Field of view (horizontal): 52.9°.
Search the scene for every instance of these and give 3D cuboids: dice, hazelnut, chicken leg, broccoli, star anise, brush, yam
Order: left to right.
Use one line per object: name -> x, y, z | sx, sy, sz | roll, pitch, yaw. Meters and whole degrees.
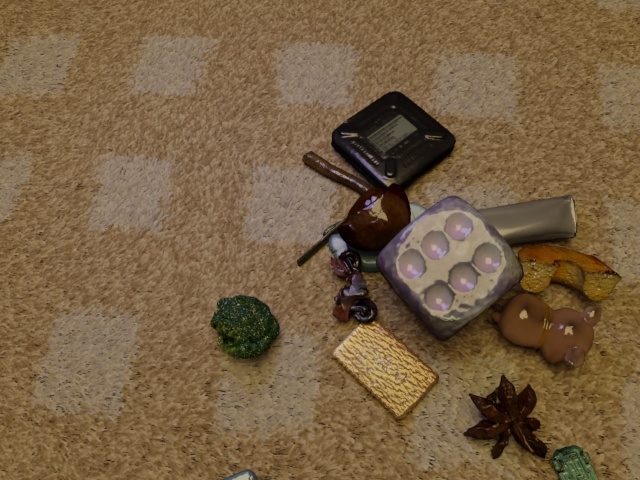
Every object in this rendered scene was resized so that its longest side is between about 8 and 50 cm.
broccoli -> -0.195, 0.225, 1.667 | 0.195, 0.195, 0.156 | 25, 103, 16
brush -> 0.000, 0.000, 1.824 | 0.190, 0.034, 0.027 | -42, 58, -15
yam -> 0.086, -0.173, 1.897 | 0.327, 0.045, 0.045 | 33, 104, 18
hazelnut -> 0.141, -0.056, 1.694 | 0.202, 0.170, 0.160 | -16, 59, 5
dice -> 0.315, 0.071, 1.598 | 0.270, 0.271, 0.270 | -40, 77, 0
chicken leg -> 0.427, 0.402, 1.594 | 0.036, 0.021, 0.083 | 1, 66, 14
star anise -> 0.448, 0.423, 1.527 | 0.212, 0.111, 0.196 | 16, 73, 8

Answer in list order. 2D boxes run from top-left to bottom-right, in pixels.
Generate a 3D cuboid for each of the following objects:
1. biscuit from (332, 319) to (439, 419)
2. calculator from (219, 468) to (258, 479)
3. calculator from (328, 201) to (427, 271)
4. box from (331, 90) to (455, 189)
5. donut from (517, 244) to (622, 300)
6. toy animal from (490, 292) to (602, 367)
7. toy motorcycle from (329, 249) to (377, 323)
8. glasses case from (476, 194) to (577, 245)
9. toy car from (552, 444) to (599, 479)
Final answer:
biscuit -> 0.165, 0.322, 1.651 | 0.250, 0.030, 0.160 | 40, 72, 21
calculator -> -0.225, 0.629, 1.527 | 0.210, 0.039, 0.121 | -21, 66, -6
calculator -> 0.172, -0.011, 1.795 | 0.303, 0.042, 0.188 | -15, 73, 1
box -> 0.216, -0.298, 1.926 | 0.290, 0.073, 0.289 | -36, 65, -18
donut -> 0.627, 0.073, 1.676 | 0.259, 0.101, 0.152 | 7, 23, 3
toy animal -> 0.556, 0.212, 1.617 | 0.248, 0.149, 0.165 | 17, 81, 25
toy motorcycle -> 0.073, 0.129, 1.718 | 0.118, 0.084, 0.212 | -19, 65, 5
glasses case -> 0.549, -0.041, 1.772 | 0.308, 0.083, 0.128 | -9, 69, 0
toy car -> 0.599, 0.567, 1.478 | 0.093, 0.058, 0.186 | -16, 52, -2
